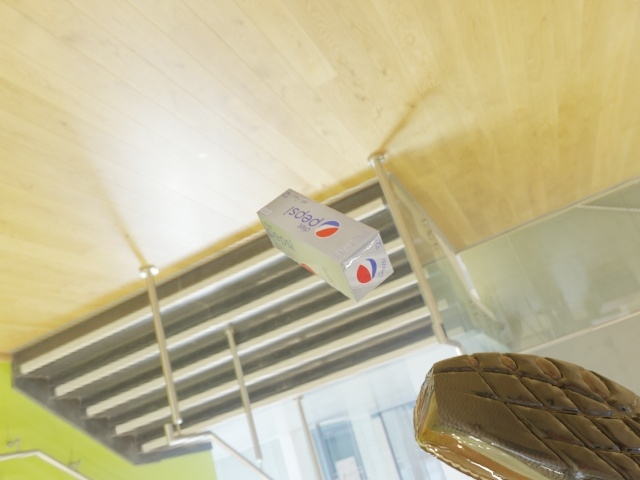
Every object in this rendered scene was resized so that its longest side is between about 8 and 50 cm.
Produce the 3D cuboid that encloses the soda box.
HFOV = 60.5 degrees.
[{"bbox_3d":[0.000,0.000,1.005,0.091,0.286,0.098,-38,127,-18],"label":"soda box"}]

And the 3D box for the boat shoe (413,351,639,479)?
[{"bbox_3d":[0.220,0.181,0.384,0.324,0.122,0.120,17,116,3],"label":"boat shoe"}]
